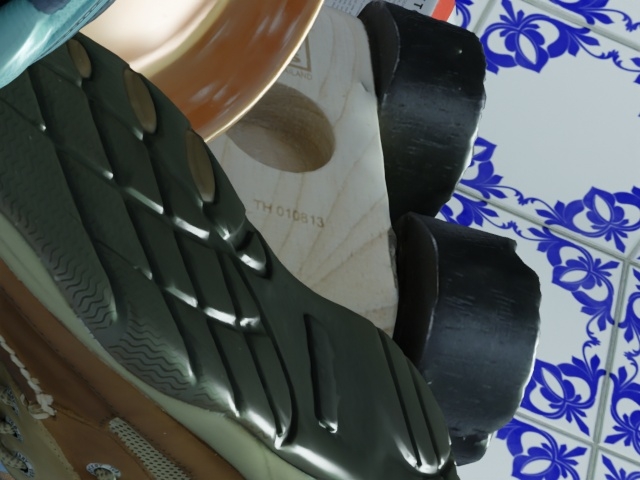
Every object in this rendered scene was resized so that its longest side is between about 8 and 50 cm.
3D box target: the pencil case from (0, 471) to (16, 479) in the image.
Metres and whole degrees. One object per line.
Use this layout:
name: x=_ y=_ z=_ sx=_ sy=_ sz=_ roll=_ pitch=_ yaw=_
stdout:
pencil case: x=-0.156 y=0.040 z=1.384 sx=0.410 sy=0.183 sz=0.160 roll=-68 pitch=157 yaw=-11

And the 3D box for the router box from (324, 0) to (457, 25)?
router box: x=0.000 y=0.000 z=1.376 sx=0.301 sy=0.082 sz=0.335 roll=70 pitch=43 yaw=-69

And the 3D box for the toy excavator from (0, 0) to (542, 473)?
toy excavator: x=-0.107 y=0.024 z=1.024 sx=0.433 sy=0.222 sz=0.445 roll=-96 pitch=-152 yaw=-42

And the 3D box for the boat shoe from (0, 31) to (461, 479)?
boat shoe: x=-0.065 y=0.049 z=0.675 sx=0.120 sy=0.324 sz=0.123 roll=-24 pitch=-136 yaw=20

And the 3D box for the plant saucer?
plant saucer: x=-0.064 y=-0.123 z=0.720 sx=0.200 sy=0.037 sz=0.200 roll=-32 pitch=136 yaw=-37

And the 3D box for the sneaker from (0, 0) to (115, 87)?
sneaker: x=-0.048 y=-0.140 z=0.468 sx=0.283 sy=0.110 sz=0.122 roll=117 pitch=-3 yaw=-47
